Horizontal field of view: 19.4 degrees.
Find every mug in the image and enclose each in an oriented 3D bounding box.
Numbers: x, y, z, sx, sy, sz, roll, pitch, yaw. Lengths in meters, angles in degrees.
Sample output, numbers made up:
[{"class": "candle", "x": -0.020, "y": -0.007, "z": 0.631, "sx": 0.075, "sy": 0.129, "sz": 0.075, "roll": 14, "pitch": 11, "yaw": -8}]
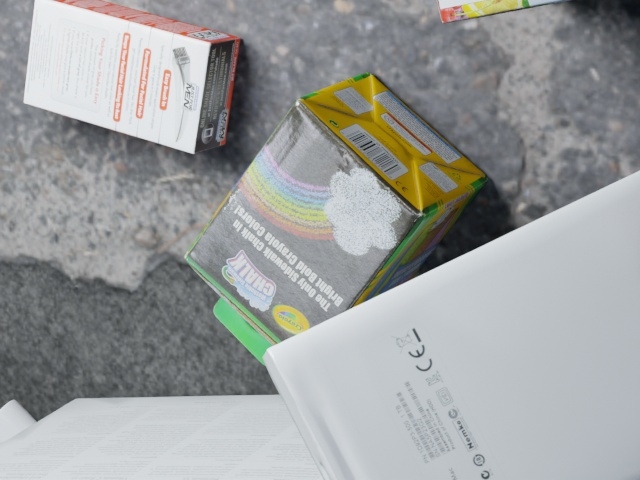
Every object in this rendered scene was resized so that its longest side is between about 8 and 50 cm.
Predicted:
[{"class": "mug", "x": -0.264, "y": 0.185, "z": 1.663, "sx": 0.064, "sy": 0.078, "sz": 0.062, "roll": 36, "pitch": 84, "yaw": 6}]

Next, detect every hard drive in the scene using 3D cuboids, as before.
[{"class": "hard drive", "x": 0.142, "y": 0.101, "z": 1.297, "sx": 0.203, "sy": 0.308, "sz": 0.040, "roll": 62, "pitch": 165, "yaw": 10}]

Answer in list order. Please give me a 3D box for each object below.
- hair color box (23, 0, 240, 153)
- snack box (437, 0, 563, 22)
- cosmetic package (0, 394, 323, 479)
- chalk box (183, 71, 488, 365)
[{"class": "hair color box", "x": -0.154, "y": -0.137, "z": 1.517, "sx": 0.167, "sy": 0.053, "sz": 0.093, "roll": 18, "pitch": 109, "yaw": 24}, {"class": "snack box", "x": 0.199, "y": -0.202, "z": 1.244, "sx": 0.207, "sy": 0.174, "sz": 0.070, "roll": -9, "pitch": 100, "yaw": 30}, {"class": "cosmetic package", "x": -0.109, "y": 0.206, "z": 1.448, "sx": 0.377, "sy": 0.284, "sz": 0.097, "roll": -3, "pitch": 101, "yaw": 29}, {"class": "chalk box", "x": 0.000, "y": 0.000, "z": 1.427, "sx": 0.132, "sy": 0.132, "sz": 0.213, "roll": 43, "pitch": 119, "yaw": 11}]
